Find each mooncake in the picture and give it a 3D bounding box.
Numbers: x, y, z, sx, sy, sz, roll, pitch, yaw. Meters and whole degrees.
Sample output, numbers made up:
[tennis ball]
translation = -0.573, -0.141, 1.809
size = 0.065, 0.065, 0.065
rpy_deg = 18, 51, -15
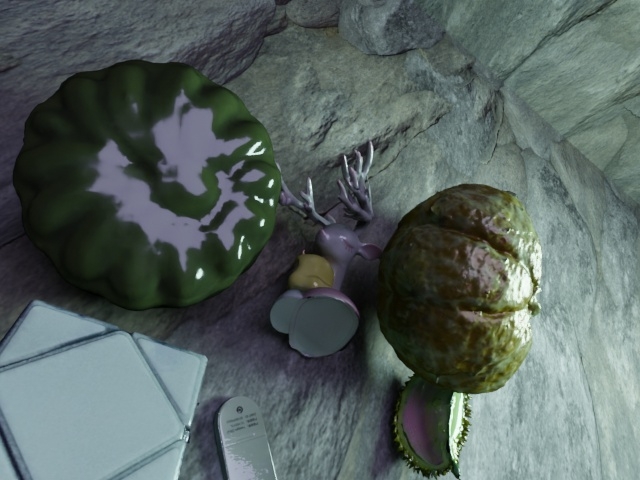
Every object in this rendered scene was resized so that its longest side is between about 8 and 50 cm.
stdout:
[mooncake]
translation = -0.236, -0.075, 0.647
size = 0.356, 0.194, 0.356
rpy_deg = 3, 78, -14

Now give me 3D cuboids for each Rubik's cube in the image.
[Rubik's cube]
translation = -0.267, 0.224, 0.464
size = 0.207, 0.205, 0.205
rpy_deg = 25, 33, -17

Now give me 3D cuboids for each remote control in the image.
[remote control]
translation = -0.101, 0.354, 0.644
size = 0.077, 0.022, 0.245
rpy_deg = -1, 61, -36

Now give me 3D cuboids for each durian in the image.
[durian]
translation = 0.210, 0.339, 0.810
size = 0.095, 0.137, 0.220
rpy_deg = 64, 32, -28

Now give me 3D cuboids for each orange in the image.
[orange]
translation = 0.207, 0.088, 0.750
size = 0.210, 0.271, 0.368
rpy_deg = -7, 105, -40

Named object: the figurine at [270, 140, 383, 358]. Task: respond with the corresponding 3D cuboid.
[figurine]
translation = 0.014, 0.001, 0.785
size = 0.315, 0.206, 0.284
rpy_deg = -79, 154, -44
